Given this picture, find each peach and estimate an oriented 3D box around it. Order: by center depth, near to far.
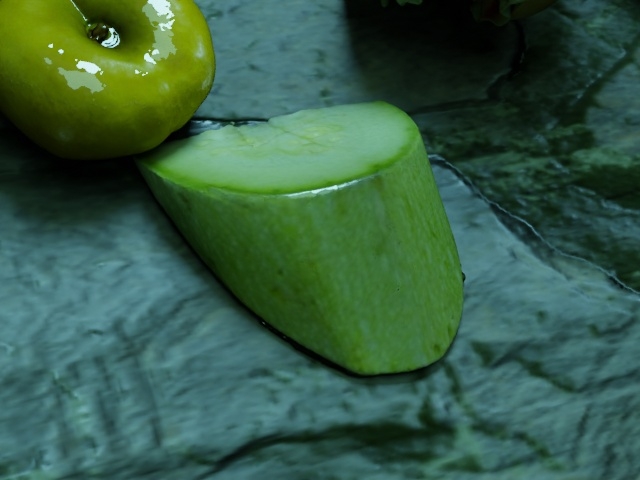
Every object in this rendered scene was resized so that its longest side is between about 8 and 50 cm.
[{"bbox_3d":[-0.173,-0.144,0.742,0.179,0.103,0.179,7,56,-10],"label":"peach"}]

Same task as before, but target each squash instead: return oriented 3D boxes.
[{"bbox_3d":[0.000,0.000,0.766,0.237,0.154,0.204,-17,32,-22],"label":"squash"}]

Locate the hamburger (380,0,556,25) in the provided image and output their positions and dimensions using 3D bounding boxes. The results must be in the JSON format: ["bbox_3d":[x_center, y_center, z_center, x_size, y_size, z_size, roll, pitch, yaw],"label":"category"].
[{"bbox_3d":[0.152,-0.322,0.834,0.212,0.274,0.274,11,61,-12],"label":"hamburger"}]
